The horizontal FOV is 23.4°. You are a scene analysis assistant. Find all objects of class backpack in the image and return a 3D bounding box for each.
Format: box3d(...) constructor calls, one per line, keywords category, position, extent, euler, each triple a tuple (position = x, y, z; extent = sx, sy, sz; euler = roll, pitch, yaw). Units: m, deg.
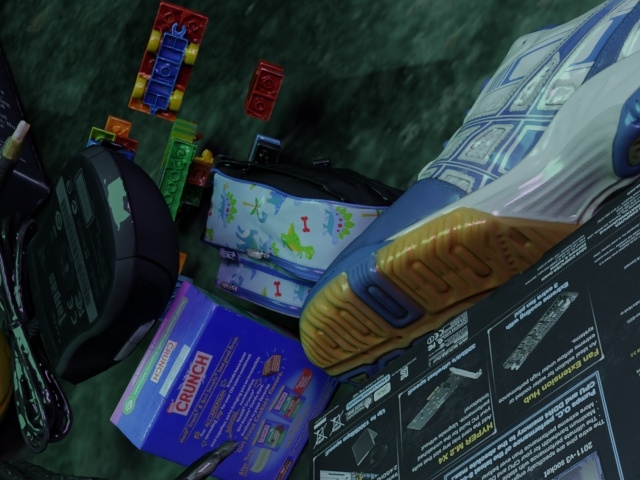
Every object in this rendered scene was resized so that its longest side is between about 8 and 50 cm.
box3d(category="backpack", position=(0.000, 0.000, 0.878), extent=(0.114, 0.105, 0.084), euler=(15, 102, 47))

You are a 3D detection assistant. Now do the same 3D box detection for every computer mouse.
box3d(category="computer mouse", position=(-0.142, -0.004, 0.912), extent=(0.262, 0.060, 0.184), euler=(-55, 48, 53))

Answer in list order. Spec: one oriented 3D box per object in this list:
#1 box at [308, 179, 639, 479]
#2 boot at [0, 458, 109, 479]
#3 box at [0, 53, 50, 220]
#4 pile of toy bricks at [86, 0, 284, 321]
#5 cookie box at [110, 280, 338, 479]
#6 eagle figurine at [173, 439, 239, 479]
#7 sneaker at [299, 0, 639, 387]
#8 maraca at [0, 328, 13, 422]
box3d(category="box", position=(0.125, 0.100, 0.656), extent=(0.307, 0.076, 0.242), euler=(-39, 29, 25))
box3d(category="boot", position=(-0.151, 0.285, 0.843), extent=(0.260, 0.131, 0.348), euler=(-5, 54, 37))
box3d(category="box", position=(-0.406, -0.060, 1.277), extent=(0.296, 0.182, 0.294), euler=(-46, 41, 17))
box3d(category="pile of toy bricks", position=(-0.096, -0.050, 1.023), extent=(0.105, 0.118, 0.212), euler=(-100, 30, -72))
box3d(category="cookie box", position=(-0.051, 0.086, 0.874), extent=(0.040, 0.107, 0.092), euler=(28, 90, 50))
box3d(category="eagle figurine", position=(-0.163, 0.229, 0.689), extent=(0.225, 0.298, 0.226), euler=(148, 112, -86))
box3d(category="sneaker", position=(0.113, -0.034, 0.789), extent=(0.296, 0.112, 0.131), euler=(-34, 37, 18))
box3d(category="maraca", position=(-0.276, 0.103, 1.115), extent=(0.127, 0.099, 0.185), euler=(-59, 14, -10))
